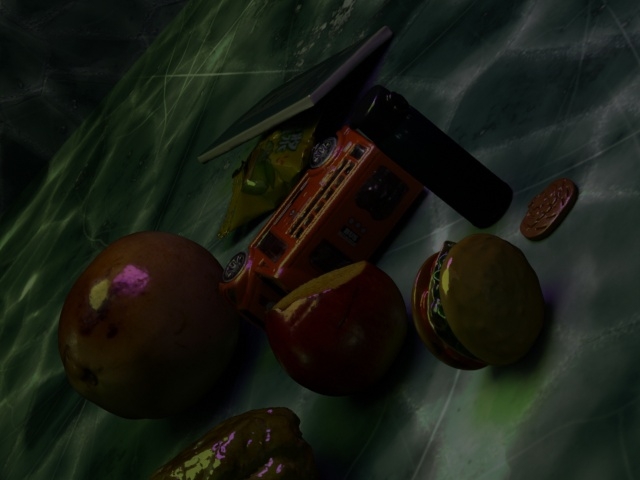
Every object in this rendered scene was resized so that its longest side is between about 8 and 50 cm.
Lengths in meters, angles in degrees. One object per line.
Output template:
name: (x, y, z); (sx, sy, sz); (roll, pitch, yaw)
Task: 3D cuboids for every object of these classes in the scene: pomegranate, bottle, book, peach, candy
pomegranate: (-0.264, 0.134, 2.086); (0.319, 0.319, 0.319); (-41, 27, 26)
bottle: (0.146, -0.112, 1.694); (0.082, 0.244, 0.072); (-30, 33, 43)
book: (-0.054, -0.270, 2.428); (0.379, 0.031, 0.264); (-21, 19, 51)
peach: (0.017, 0.107, 1.706); (0.190, 0.192, 0.190); (-28, 40, 27)
candy: (-0.086, -0.131, 2.346); (0.297, 0.081, 0.187); (-40, 28, 41)

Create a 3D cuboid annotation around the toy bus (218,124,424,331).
toy bus: (0.000, 0.000, 1.937); (0.329, 0.143, 0.153); (-51, 27, 0)

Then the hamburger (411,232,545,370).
hamburger: (0.182, 0.072, 1.499); (0.115, 0.162, 0.162); (-22, 39, 51)

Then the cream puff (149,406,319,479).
cream puff: (-0.110, 0.317, 1.641); (0.244, 0.244, 0.196); (-44, 62, 20)

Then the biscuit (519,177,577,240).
biscuit: (0.284, -0.041, 1.632); (0.091, 0.015, 0.078); (-54, 24, -2)
